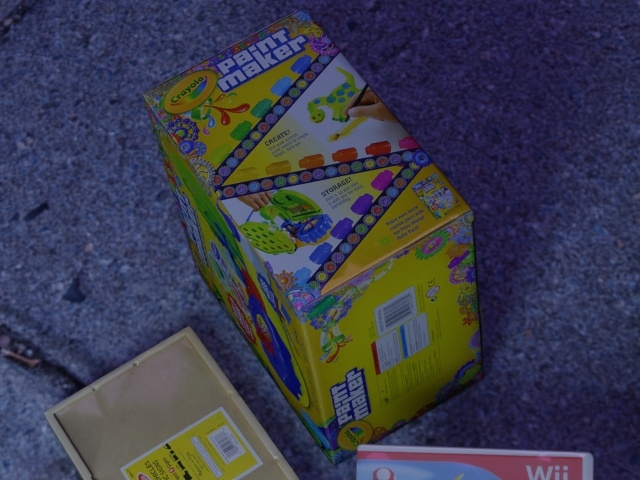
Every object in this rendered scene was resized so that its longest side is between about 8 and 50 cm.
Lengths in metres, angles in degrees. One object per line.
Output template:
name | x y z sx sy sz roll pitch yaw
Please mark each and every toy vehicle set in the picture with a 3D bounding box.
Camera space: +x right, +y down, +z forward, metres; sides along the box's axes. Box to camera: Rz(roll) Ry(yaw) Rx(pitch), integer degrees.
toy vehicle set | -0.124 0.220 1.680 0.166 0.035 0.267 -30 58 -13

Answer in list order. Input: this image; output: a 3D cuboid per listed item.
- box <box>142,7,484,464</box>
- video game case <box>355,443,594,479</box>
box | 0.000 0.000 1.660 0.177 0.290 0.279 -29 57 -12
video game case | 0.127 0.318 1.524 0.204 0.025 0.285 1 80 8
